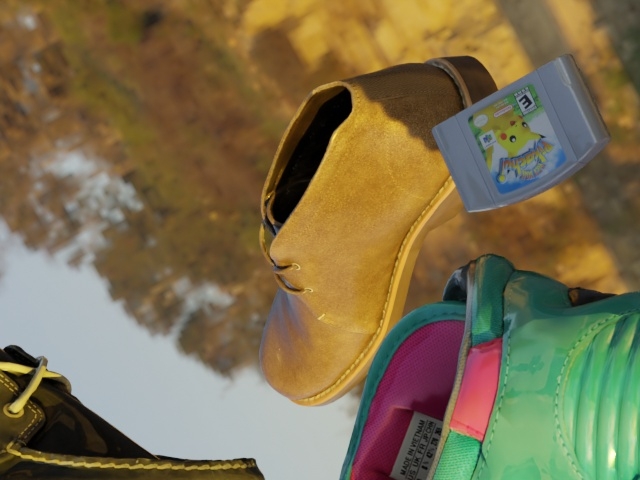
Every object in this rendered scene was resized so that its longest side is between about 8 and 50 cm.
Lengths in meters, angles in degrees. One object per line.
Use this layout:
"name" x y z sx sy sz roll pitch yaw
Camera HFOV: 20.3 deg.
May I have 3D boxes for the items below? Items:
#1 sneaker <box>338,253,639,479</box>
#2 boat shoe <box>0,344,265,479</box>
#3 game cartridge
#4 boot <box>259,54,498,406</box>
"sneaker" 0.098 0.093 0.624 0.295 0.178 0.124 66 -143 -62
"boat shoe" -0.131 0.076 0.702 0.084 0.233 0.079 20 -103 -72
"game cartridge" 0.100 -0.050 0.894 0.017 0.083 0.056 -6 -111 -63
"boot" 0.000 0.000 1.131 0.112 0.115 0.305 64 146 32
